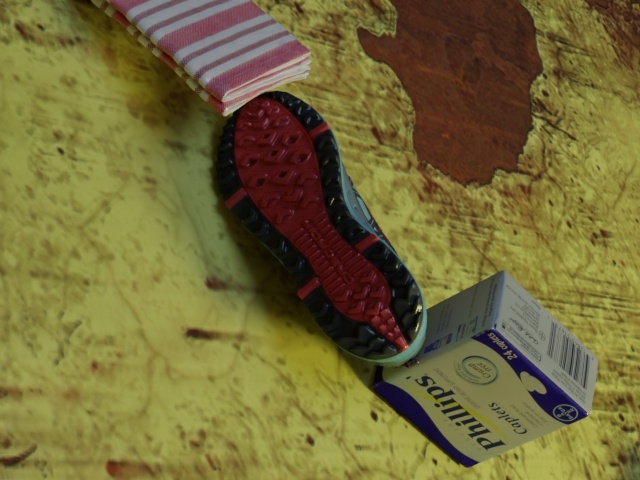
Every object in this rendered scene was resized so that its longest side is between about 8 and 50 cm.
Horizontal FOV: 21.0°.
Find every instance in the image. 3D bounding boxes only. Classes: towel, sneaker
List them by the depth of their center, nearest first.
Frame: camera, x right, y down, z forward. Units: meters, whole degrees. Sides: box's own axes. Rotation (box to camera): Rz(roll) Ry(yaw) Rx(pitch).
[{"bbox_3d":[-0.112,-0.182,1.398,0.197,0.029,0.144,41,33,12],"label":"towel"},{"bbox_3d":[0.000,0.000,1.409,0.262,0.104,0.125,62,2,21],"label":"sneaker"}]

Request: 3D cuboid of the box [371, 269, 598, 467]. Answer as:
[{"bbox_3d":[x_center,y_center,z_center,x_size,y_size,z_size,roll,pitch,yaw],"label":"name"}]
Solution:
[{"bbox_3d":[0.137,0.110,1.432,0.126,0.137,0.072,42,40,-23],"label":"box"}]
